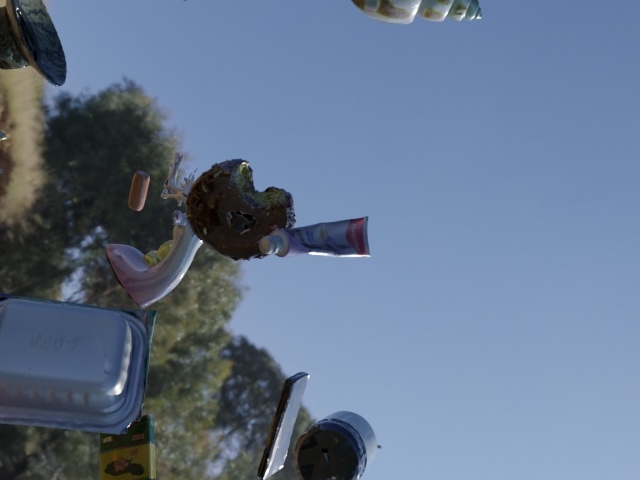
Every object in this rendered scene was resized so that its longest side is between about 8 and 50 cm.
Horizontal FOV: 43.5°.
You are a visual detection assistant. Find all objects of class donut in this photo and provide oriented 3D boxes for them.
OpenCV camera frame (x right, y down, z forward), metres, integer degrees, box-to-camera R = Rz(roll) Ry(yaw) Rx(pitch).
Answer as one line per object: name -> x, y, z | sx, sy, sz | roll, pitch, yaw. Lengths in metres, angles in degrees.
donut -> -0.164, -0.064, 1.678 | 0.230, 0.096, 0.216 | 21, -53, -7

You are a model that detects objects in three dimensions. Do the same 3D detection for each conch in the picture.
conch -> 0.154, -0.547, 1.551 | 0.368, 0.249, 0.197 | 29, -11, -38

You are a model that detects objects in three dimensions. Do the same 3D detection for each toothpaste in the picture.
toothpaste -> 0.000, 0.000, 1.452 | 0.048, 0.301, 0.075 | -34, -107, 35

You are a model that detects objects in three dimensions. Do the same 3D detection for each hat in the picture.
hat -> -0.649, -0.434, 1.703 | 0.265, 0.128, 0.265 | -13, 90, -86

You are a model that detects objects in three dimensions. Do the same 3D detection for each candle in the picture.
candle -> 0.056, 0.654, 2.514 | 0.221, 0.221, 0.342 | 58, 11, 10

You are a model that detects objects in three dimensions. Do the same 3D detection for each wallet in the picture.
wallet -> -0.082, 0.398, 1.733 | 0.031, 0.122, 0.232 | 19, -84, 19

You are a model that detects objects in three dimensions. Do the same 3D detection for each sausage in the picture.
sausage -> -0.376, -0.102, 1.662 | 0.034, 0.034, 0.083 | 33, -67, 43

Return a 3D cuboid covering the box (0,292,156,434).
box -> -0.491, 0.212, 1.514 | 0.106, 0.337, 0.264 | 117, -22, -55

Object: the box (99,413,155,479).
box -> -0.442, 0.527, 1.840 | 0.034, 0.132, 0.235 | 54, 24, -59

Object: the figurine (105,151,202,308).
figurine -> -0.355, -0.033, 1.938 | 0.206, 0.316, 0.284 | 51, 9, -31

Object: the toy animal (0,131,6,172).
toy animal -> -0.714, -0.149, 1.666 | 0.136, 0.073, 0.181 | -36, -127, 32
